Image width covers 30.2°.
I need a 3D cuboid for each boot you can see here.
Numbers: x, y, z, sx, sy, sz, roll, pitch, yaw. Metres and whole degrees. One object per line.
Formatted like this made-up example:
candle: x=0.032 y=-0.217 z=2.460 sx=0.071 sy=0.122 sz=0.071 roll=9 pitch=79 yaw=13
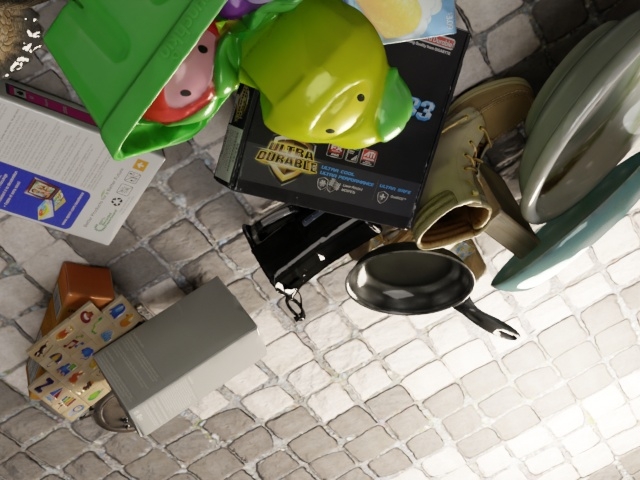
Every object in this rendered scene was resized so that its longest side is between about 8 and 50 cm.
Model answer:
boot: x=0.223 y=-0.112 z=1.730 sx=0.262 sy=0.203 sz=0.095 roll=-29 pitch=133 yaw=7

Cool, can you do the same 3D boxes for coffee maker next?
coffee maker: x=0.000 y=0.000 z=1.784 sx=0.178 sy=0.120 sz=0.171 roll=-34 pitch=88 yaw=13

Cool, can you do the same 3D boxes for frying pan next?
frying pan: x=0.197 y=0.069 z=1.821 sx=0.326 sy=0.053 sz=0.197 roll=10 pitch=147 yaw=-15

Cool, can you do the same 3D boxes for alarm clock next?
alarm clock: x=-0.303 y=0.264 z=1.988 sx=0.192 sy=0.064 sz=0.129 roll=-3 pitch=131 yaw=-20

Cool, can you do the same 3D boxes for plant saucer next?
plant saucer: x=0.394 y=-0.021 z=1.826 sx=0.317 sy=0.317 sz=0.043 roll=-43 pitch=89 yaw=20
plant saucer: x=0.400 y=-0.205 z=1.713 sx=0.400 sy=0.100 sz=0.400 roll=-41 pitch=160 yaw=-18

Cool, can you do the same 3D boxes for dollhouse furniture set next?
dollhouse furniture set: x=0.194 y=0.005 z=1.854 sx=0.242 sy=0.161 sz=0.212 roll=-42 pitch=130 yaw=19

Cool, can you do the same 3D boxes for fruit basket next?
fruit basket: x=-0.067 y=-0.227 z=1.357 sx=0.392 sy=0.283 sz=0.392 roll=4 pitch=103 yaw=17

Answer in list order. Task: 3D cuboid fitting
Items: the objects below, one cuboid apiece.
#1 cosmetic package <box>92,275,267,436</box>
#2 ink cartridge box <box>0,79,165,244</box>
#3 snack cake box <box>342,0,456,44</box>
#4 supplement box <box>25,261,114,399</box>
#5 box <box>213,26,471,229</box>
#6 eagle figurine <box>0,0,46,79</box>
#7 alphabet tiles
cosmetic package: x=-0.215 y=0.178 z=1.845 sx=0.238 sy=0.127 sz=0.107 roll=-30 pitch=147 yaw=-14
ink cartridge box: x=-0.412 y=-0.120 z=1.606 sx=0.371 sy=0.069 sz=0.175 roll=18 pitch=123 yaw=-34
snack cake box: x=0.078 y=-0.381 z=1.469 sx=0.152 sy=0.089 sz=0.264 roll=-10 pitch=112 yaw=-8
supplement box: x=-0.389 y=0.146 z=1.840 sx=0.078 sy=0.080 sz=0.233 roll=8 pitch=128 yaw=-26
box: x=0.032 y=-0.184 z=1.617 sx=0.296 sy=0.073 sz=0.293 roll=13 pitch=100 yaw=-29
eagle figurine: x=-0.422 y=-0.291 z=1.371 sx=0.298 sy=0.226 sz=0.225 roll=28 pitch=97 yaw=-30
alphabet tiles: x=-0.353 y=0.177 z=1.821 sx=0.198 sy=0.009 sz=0.237 roll=-38 pitch=151 yaw=-7
